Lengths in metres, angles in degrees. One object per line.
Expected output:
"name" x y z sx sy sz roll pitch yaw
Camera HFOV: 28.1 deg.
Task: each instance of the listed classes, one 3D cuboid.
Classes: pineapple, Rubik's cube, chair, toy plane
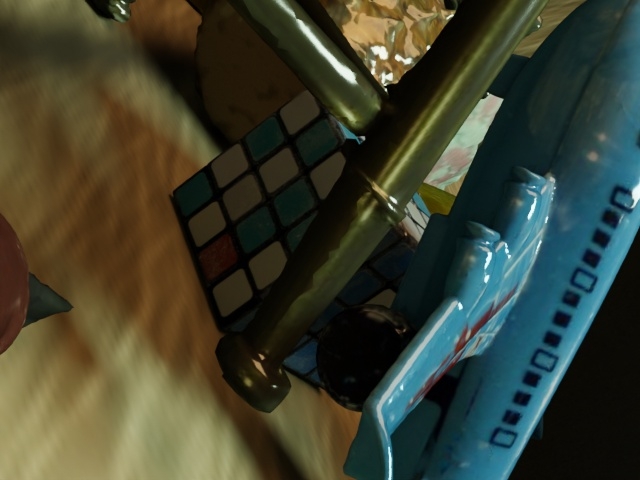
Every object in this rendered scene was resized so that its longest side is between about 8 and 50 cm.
"pineapple" 0.044 -0.150 0.831 0.170 0.141 0.310 39 38 13
"Rubik's cube" 0.000 0.000 0.616 0.092 0.092 0.092 39 21 -48
"chair" -0.017 -0.262 0.450 0.362 0.410 0.364 44 10 -35
"toy plane" 0.069 0.027 0.514 0.105 0.271 0.254 14 0 21

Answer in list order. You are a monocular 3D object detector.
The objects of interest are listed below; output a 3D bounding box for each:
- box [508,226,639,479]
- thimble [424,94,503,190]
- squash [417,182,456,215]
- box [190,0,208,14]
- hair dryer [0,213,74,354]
"box" 0.223 0.137 0.694 0.204 0.251 0.345 45 17 -32
"thimble" 0.071 -0.132 1.051 0.211 0.149 0.185 47 13 -29
"squash" 0.080 -0.008 0.915 0.184 0.085 0.192 52 13 -12
"box" -0.140 -0.254 0.889 0.193 0.030 0.121 42 19 -40
"hair dryer" -0.093 0.052 0.244 0.340 0.123 0.312 31 36 -82
